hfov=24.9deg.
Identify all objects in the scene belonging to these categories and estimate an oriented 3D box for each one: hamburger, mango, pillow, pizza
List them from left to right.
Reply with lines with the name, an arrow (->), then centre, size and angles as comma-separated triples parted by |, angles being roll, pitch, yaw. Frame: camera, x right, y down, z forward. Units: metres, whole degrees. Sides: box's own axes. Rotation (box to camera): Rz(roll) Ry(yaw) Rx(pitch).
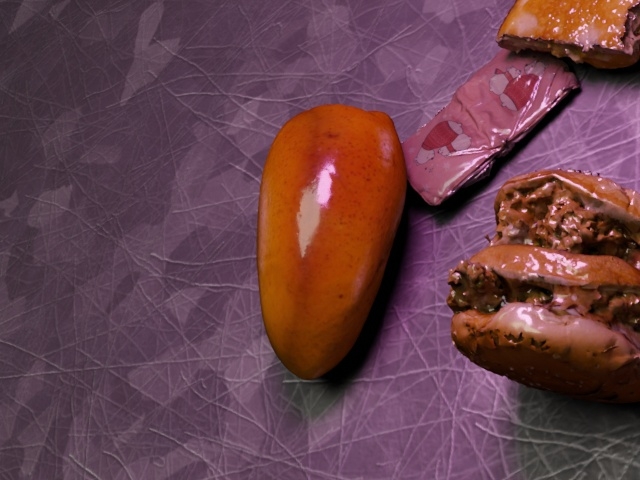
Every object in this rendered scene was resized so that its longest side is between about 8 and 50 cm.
mango -> 0.000, 0.000, 1.808 | 0.201, 0.199, 0.350 | 0, 69, 26
pillow -> 0.209, -0.150, 1.842 | 0.248, 0.049, 0.135 | -43, 42, 4
hamburger -> 0.251, 0.052, 1.503 | 0.245, 0.260, 0.211 | -15, 54, 59
pizza -> 0.376, -0.309, 1.771 | 0.323, 0.089, 0.223 | -42, 43, 7
